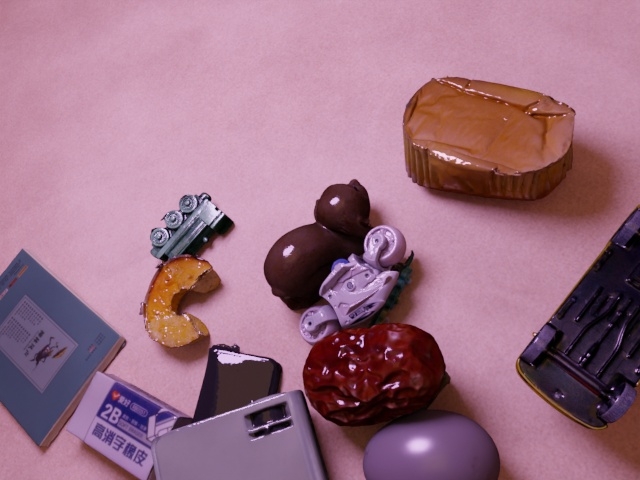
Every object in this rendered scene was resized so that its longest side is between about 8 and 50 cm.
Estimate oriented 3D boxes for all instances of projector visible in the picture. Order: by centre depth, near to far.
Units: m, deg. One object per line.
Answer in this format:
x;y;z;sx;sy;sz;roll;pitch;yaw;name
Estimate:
-0.119;0.369;0.830;0.250;0.108;0.198;-18;72;-3;projector

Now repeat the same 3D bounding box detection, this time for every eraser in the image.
-0.353;0.340;0.967;0.210;0.068;0.125;19;77;24;eraser

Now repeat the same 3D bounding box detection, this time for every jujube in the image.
0.079;0.202;0.812;0.230;0.155;0.155;-30;58;42;jujube

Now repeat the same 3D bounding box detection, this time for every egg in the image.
0.159;0.324;0.769;0.198;0.146;0.147;-7;68;16;egg

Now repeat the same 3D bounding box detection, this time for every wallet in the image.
-0.158;0.312;0.932;0.149;0.044;0.250;9;72;16;wallet

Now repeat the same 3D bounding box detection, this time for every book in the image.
-0.610;0.211;1.116;0.379;0.031;0.264;33;82;25;book

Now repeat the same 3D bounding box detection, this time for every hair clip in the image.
0.125;0.093;0.925;0.049;0.049;0.173;21;78;23;hair clip

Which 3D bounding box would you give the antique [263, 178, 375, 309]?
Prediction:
0.000;0.000;0.952;0.257;0.143;0.121;-45;62;-6;antique

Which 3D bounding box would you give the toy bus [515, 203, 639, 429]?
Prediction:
0.429;0.112;0.769;0.145;0.151;0.331;39;82;20;toy bus

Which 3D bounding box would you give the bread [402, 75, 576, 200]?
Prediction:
0.288;-0.163;0.922;0.288;0.156;0.204;13;66;24;bread

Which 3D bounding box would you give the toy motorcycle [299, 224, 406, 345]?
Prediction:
0.063;0.088;0.907;0.112;0.112;0.254;41;98;26;toy motorcycle

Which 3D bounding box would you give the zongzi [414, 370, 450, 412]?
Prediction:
0.144;0.228;0.872;0.104;0.052;0.113;-50;51;1;zongzi

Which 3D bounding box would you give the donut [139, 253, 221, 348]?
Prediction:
-0.272;0.119;1.026;0.146;0.078;0.181;1;76;19;donut

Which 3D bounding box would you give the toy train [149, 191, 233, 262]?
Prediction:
-0.272;-0.018;1.083;0.111;0.071;0.170;39;84;19;toy train
